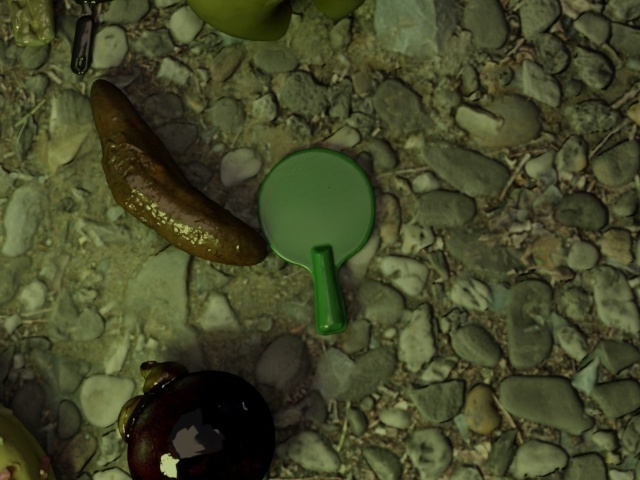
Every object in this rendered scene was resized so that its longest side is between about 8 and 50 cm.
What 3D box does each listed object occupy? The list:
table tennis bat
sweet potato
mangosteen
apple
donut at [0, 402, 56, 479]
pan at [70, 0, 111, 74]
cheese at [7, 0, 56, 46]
[{"bbox_3d":[0.000,0.000,1.613,0.160,0.039,0.257,-8,78,2],"label":"table tennis bat"},{"bbox_3d":[-0.220,-0.074,1.608,0.341,0.092,0.114,46,63,7],"label":"sweet potato"},{"bbox_3d":[-0.168,0.243,1.531,0.230,0.194,0.194,36,87,34],"label":"mangosteen"},{"bbox_3d":[-0.059,-0.403,1.553,0.292,0.292,0.254,-18,81,1],"label":"apple"},{"bbox_3d":[-0.491,0.340,1.514,0.307,0.150,0.371,-41,98,-10],"label":"donut"},{"bbox_3d":[-0.321,-0.348,1.673,0.136,0.028,0.235,6,84,5],"label":"pan"},{"bbox_3d":[-0.410,-0.365,1.674,0.065,0.043,0.194,-11,82,3],"label":"cheese"}]
